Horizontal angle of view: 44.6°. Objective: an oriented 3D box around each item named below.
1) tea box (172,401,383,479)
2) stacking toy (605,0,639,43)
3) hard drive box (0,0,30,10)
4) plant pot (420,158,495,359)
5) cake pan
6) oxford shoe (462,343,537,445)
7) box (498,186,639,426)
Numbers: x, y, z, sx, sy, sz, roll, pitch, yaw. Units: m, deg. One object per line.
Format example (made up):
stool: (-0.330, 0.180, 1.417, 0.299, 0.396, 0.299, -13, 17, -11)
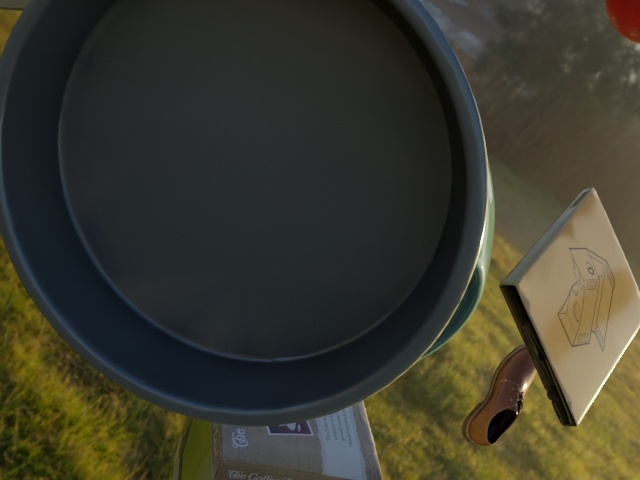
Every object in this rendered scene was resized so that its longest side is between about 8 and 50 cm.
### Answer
tea box: (-0.085, 0.335, 1.145, 0.220, 0.323, 0.329, 12, 26, -14)
stacking toy: (0.307, -0.299, 0.613, 0.141, 0.330, 0.141, -1, 48, 1)
hard drive box: (-0.204, -0.270, 0.590, 0.232, 0.089, 0.181, 15, -35, 38)
plant pot: (0.028, -0.007, 0.643, 0.290, 0.290, 0.195, 23, 26, -40)
cake pan: (-0.051, -0.035, 0.454, 0.293, 0.293, 0.054, 38, 21, 2)
oxford shoe: (0.342, 0.281, 1.397, 0.076, 0.212, 0.076, 40, -15, -18)
box: (0.265, 0.062, 0.797, 0.201, 0.021, 0.164, -39, 108, -39)
